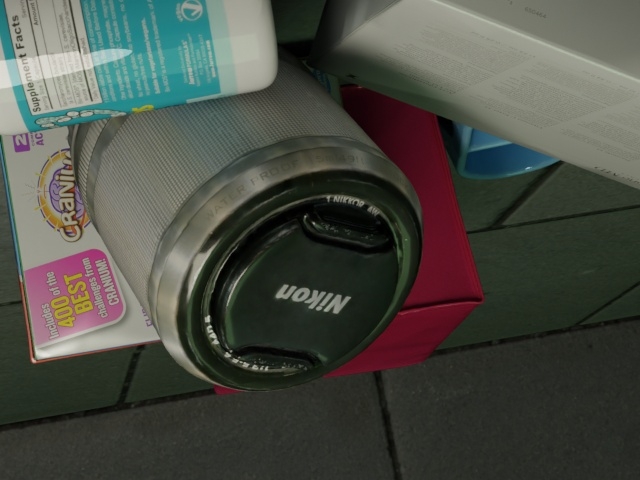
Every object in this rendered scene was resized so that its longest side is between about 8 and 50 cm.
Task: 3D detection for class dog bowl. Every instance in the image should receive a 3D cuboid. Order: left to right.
[{"bbox_3d":[0.207,-0.138,1.576,0.166,0.074,0.297,-11,165,-1],"label":"dog bowl"}]

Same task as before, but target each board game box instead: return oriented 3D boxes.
[{"bbox_3d":[-0.126,-0.033,1.368,0.317,0.242,0.064,-8,-179,-12],"label":"board game box"}]

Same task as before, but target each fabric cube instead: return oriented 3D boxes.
[{"bbox_3d":[0.000,0.000,1.584,0.259,0.254,0.258,-8,164,-12],"label":"fabric cube"}]

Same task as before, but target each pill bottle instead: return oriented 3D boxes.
[{"bbox_3d":[-0.169,-0.157,1.054,0.264,0.146,0.146,-10,166,-4],"label":"pill bottle"}]

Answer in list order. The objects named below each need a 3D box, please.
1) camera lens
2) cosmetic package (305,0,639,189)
[{"bbox_3d":[-0.064,-0.033,1.177,0.219,0.274,0.219,-16,131,-20],"label":"camera lens"},{"bbox_3d":[0.206,-0.133,1.140,0.377,0.097,0.284,19,170,-13],"label":"cosmetic package"}]
